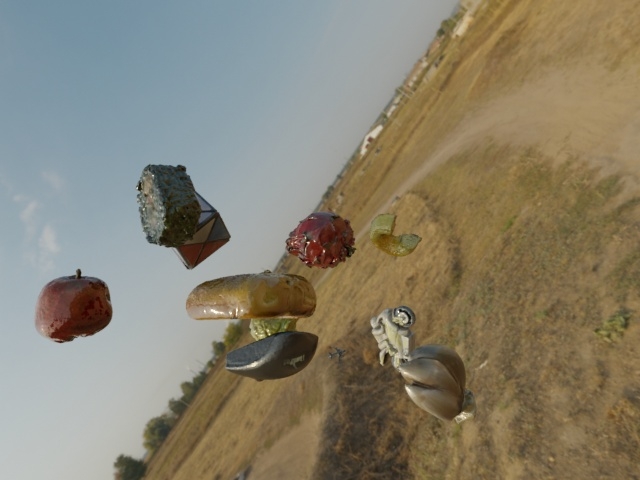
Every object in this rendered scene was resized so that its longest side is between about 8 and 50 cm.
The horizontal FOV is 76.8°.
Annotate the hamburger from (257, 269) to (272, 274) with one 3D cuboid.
[{"bbox_3d":[-0.249,0.191,1.725,0.127,0.082,0.141,-37,-29,-52],"label":"hamburger"}]

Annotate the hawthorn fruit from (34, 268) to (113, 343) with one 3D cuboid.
[{"bbox_3d":[-0.963,0.256,1.584,0.275,0.276,0.299,-100,16,-86],"label":"hawthorn fruit"}]

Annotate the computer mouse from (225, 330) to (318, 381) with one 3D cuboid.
[{"bbox_3d":[-0.125,0.332,1.118,0.269,0.170,0.100,-28,54,32],"label":"computer mouse"}]

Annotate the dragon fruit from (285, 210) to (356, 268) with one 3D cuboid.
[{"bbox_3d":[0.000,0.000,1.675,0.299,0.244,0.244,-11,-6,-10],"label":"dragon fruit"}]

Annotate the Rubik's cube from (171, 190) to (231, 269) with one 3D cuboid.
[{"bbox_3d":[-0.726,-0.074,2.227,0.307,0.310,0.305,-41,-24,-18],"label":"Rubik's cube"}]

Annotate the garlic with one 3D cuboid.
[{"bbox_3d":[0.451,0.518,1.520,0.132,0.325,0.279,-40,12,40],"label":"garlic"}]

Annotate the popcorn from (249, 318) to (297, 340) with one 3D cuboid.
[{"bbox_3d":[-0.236,0.435,2.148,0.282,0.282,0.247,-55,-19,-7],"label":"popcorn"}]

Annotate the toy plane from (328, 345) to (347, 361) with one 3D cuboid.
[{"bbox_3d":[0.075,0.480,1.718,0.085,0.077,0.024,-18,-40,-9],"label":"toy plane"}]

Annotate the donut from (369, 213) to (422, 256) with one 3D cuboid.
[{"bbox_3d":[0.242,-0.008,1.376,0.146,0.181,0.078,-24,36,50],"label":"donut"}]

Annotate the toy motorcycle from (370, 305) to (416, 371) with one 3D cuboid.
[{"bbox_3d":[0.318,0.426,1.802,0.108,0.223,0.340,-23,-61,-44],"label":"toy motorcycle"}]

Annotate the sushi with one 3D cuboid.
[{"bbox_3d":[-0.668,-0.141,1.754,0.178,0.351,0.294,1,-36,-44],"label":"sushi"}]

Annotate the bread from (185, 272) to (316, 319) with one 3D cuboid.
[{"bbox_3d":[-0.213,0.172,1.260,0.337,0.328,0.147,-10,76,35],"label":"bread"}]
